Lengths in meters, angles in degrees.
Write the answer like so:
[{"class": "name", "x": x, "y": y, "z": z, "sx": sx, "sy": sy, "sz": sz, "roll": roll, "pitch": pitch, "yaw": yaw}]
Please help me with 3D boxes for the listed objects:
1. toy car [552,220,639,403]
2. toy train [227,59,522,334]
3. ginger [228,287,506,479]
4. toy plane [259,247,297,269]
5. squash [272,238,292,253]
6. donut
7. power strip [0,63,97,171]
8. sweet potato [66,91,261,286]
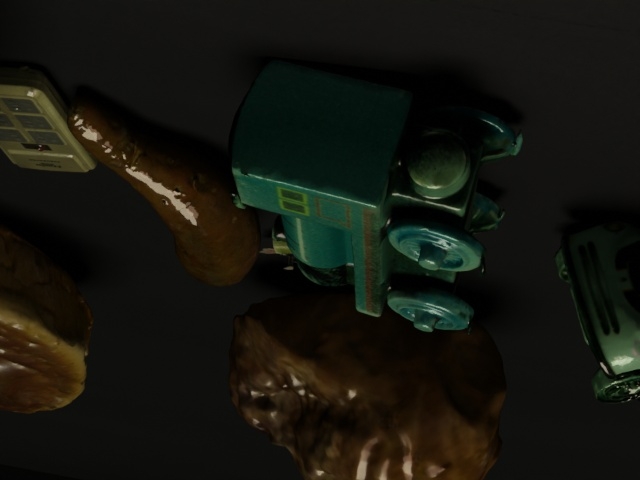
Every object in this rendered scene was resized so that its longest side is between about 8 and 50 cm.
[{"class": "toy car", "x": 0.307, "y": 0.079, "z": 1.266, "sx": 0.125, "sy": 0.136, "sz": 0.306, "roll": -26, "pitch": 148, "yaw": 24}, {"class": "toy train", "x": 0.040, "y": -0.024, "z": 1.114, "sx": 0.194, "sy": 0.120, "sz": 0.298, "roll": 14, "pitch": 162, "yaw": 7}, {"class": "ginger", "x": 0.064, "y": 0.145, "z": 1.471, "sx": 0.223, "sy": 0.269, "sz": 0.200, "roll": -23, "pitch": 153, "yaw": -31}, {"class": "toy plane", "x": 0.003, "y": 0.019, "z": 1.380, "sx": 0.121, "sy": 0.031, "sz": 0.049, "roll": 13, "pitch": 170, "yaw": -21}, {"class": "squash", "x": 0.000, "y": 0.000, "z": 1.326, "sx": 0.083, "sy": 0.027, "sz": 0.027, "roll": 1, "pitch": 160, "yaw": 21}, {"class": "donut", "x": -0.392, "y": 0.064, "z": 1.532, "sx": 0.330, "sy": 0.159, "sz": 0.330, "roll": 4, "pitch": 150, "yaw": 2}, {"class": "power strip", "x": -0.229, "y": -0.092, "z": 1.162, "sx": 0.076, "sy": 0.028, "sz": 0.169, "roll": 4, "pitch": 161, "yaw": 11}, {"class": "sweet potato", "x": -0.109, "y": -0.021, "z": 1.241, "sx": 0.108, "sy": 0.079, "sz": 0.346, "roll": 15, "pitch": 162, "yaw": 22}]
